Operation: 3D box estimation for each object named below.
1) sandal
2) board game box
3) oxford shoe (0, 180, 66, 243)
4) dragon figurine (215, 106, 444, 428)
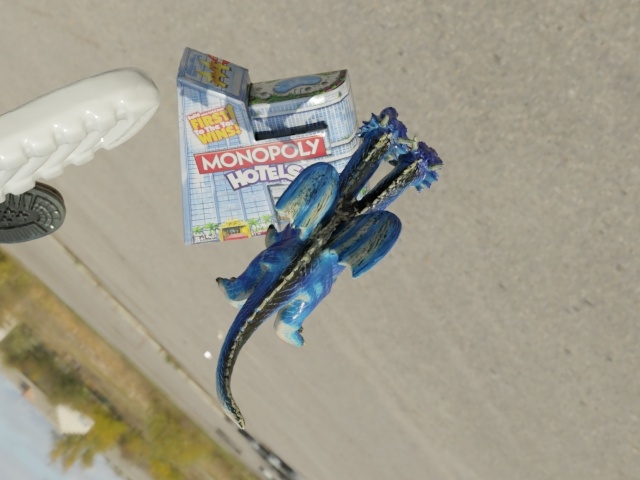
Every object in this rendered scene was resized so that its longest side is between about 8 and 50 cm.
[{"bbox_3d":[-0.333,-0.071,0.810,0.102,0.416,0.169,63,150,5],"label":"sandal"},{"bbox_3d":[-0.061,-0.097,0.959,0.060,0.194,0.194,-88,-13,-49],"label":"board game box"},{"bbox_3d":[-0.353,-0.055,1.008,0.227,0.096,0.083,7,130,15],"label":"oxford shoe"},{"bbox_3d":[0.000,0.000,0.731,0.085,0.289,0.144,40,128,1],"label":"dragon figurine"}]
